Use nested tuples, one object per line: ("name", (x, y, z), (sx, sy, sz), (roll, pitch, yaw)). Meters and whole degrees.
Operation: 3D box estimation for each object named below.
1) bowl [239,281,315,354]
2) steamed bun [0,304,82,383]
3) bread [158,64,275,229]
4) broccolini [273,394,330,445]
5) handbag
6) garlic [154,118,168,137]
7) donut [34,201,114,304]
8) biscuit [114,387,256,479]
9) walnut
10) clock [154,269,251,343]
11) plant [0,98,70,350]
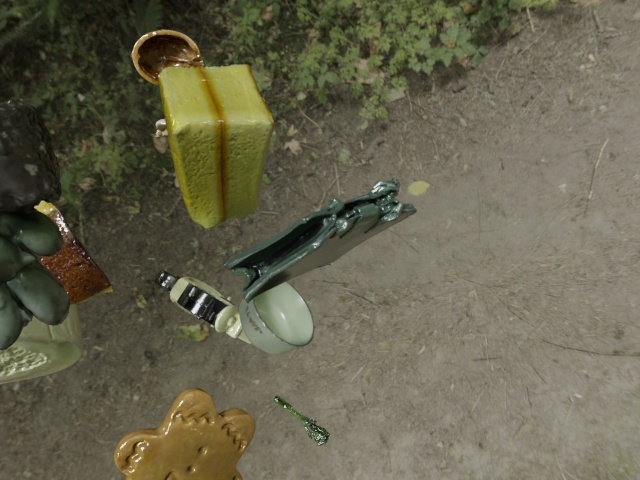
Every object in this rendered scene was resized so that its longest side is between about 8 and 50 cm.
("bowl", (-0.125, 0.203, 1.042), (0.112, 0.211, 0.211), (-42, 71, 26))
("steamed bun", (-0.997, 0.244, 1.248), (0.290, 0.456, 0.371), (-36, 59, 5))
("bread", (-0.275, -0.228, 1.064), (0.233, 0.362, 0.245), (-11, 57, -22))
("broccolini", (-0.043, 0.374, 0.842), (0.140, 0.030, 0.035), (33, 80, 8))
("handbag", (-0.001, -0.001, 0.675), (0.260, 0.247, 0.079), (-34, 81, 46))
("garlic", (-0.521, -0.395, 1.433), (0.094, 0.113, 0.074), (1, 86, 32))
("donut", (-0.588, 0.013, 0.878), (0.295, 0.151, 0.112), (39, 54, 9))
("biscuit", (-0.275, 0.463, 0.758), (0.355, 0.275, 0.052), (-55, 27, -17))
("walnut", (-0.475, -0.566, 1.274), (0.087, 0.211, 0.167), (-132, 48, -61))
("clock", (-0.378, 0.210, 1.331), (0.379, 0.276, 0.120), (16, 70, 54))
("plant", (-0.366, -0.015, 0.457), (0.146, 0.149, 0.275), (-1, 103, -14))
